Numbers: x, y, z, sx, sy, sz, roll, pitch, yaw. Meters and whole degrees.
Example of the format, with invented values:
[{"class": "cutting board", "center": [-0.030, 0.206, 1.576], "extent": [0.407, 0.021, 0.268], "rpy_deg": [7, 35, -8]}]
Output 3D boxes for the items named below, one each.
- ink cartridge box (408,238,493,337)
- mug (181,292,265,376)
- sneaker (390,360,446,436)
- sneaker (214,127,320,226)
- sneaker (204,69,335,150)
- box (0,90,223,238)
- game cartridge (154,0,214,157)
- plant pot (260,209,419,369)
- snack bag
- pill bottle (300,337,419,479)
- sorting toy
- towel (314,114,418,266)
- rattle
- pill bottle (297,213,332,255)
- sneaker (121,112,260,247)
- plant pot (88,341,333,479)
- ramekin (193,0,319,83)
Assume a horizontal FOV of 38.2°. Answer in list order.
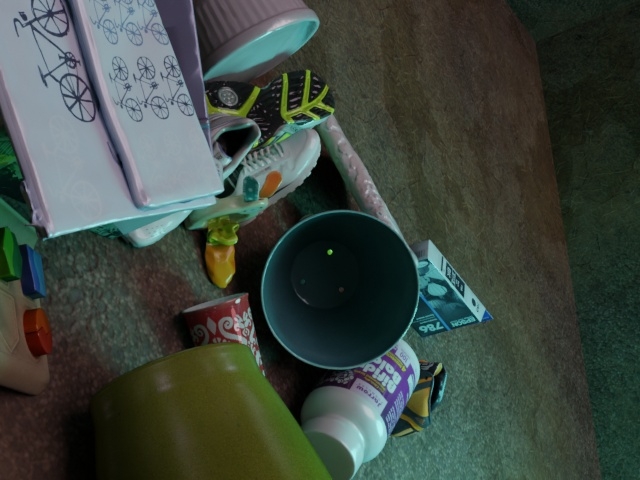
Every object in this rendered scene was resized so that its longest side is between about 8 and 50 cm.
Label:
[{"class": "ink cartridge box", "center": [0.265, 0.136, 2.188], "extent": [0.333, 0.165, 0.065], "rpy_deg": [45, 38, -36]}, {"class": "mug", "center": [-0.142, 0.179, 1.539], "extent": [0.150, 0.113, 0.169], "rpy_deg": [-18, 93, -59]}, {"class": "sneaker", "center": [0.164, 0.245, 1.938], "extent": [0.124, 0.180, 0.321], "rpy_deg": [-13, 85, -61]}, {"class": "sneaker", "center": [-0.102, -0.125, 1.667], "extent": [0.095, 0.235, 0.090], "rpy_deg": [43, 8, -37]}, {"class": "sneaker", "center": [-0.143, -0.213, 1.732], "extent": [0.384, 0.147, 0.145], "rpy_deg": [-14, 74, -41]}, {"class": "box", "center": [-0.323, -0.106, 1.270], "extent": [0.322, 0.232, 0.058], "rpy_deg": [30, 48, -49]}, {"class": "game cartridge", "center": [-0.296, -0.276, 1.388], "extent": [0.068, 0.230, 0.355], "rpy_deg": [-174, -105, -75]}, {"class": "plant pot", "center": [0.022, 0.078, 1.751], "extent": [0.290, 0.290, 0.195], "rpy_deg": [65, -5, -10]}, {"class": "snack bag", "center": [-0.269, -0.178, 1.131], "extent": [0.342, 0.037, 0.323], "rpy_deg": [-18, 89, -60]}, {"class": "pill bottle", "center": [0.065, 0.310, 1.738], "extent": [0.169, 0.169, 0.301], "rpy_deg": [61, 35, -17]}, {"class": "sorting toy", "center": [-0.383, 0.058, 1.120], "extent": [0.307, 0.041, 0.229], "rpy_deg": [84, -2, -74]}, {"class": "towel", "center": [0.096, -0.102, 1.962], "extent": [0.332, 0.053, 0.317], "rpy_deg": [61, 5, 22]}, {"class": "rattle", "center": [-0.134, -0.019, 1.568], "extent": [0.130, 0.199, 0.143], "rpy_deg": [24, 56, -48]}, {"class": "pill bottle", "center": [0.000, 0.000, 1.921], "extent": [0.116, 0.065, 0.065], "rpy_deg": [48, 37, -34]}, {"class": "sneaker", "center": [-0.214, -0.109, 1.492], "extent": [0.111, 0.129, 0.297], "rpy_deg": [47, 66, -22]}, {"class": "plant pot", "center": [-0.146, 0.338, 1.240], "extent": [0.366, 0.366, 0.353], "rpy_deg": [7, 56, -58]}, {"class": "ramekin", "center": [-0.146, -0.388, 1.712], "extent": [0.127, 0.273, 0.273], "rpy_deg": [60, 30, 2]}]
